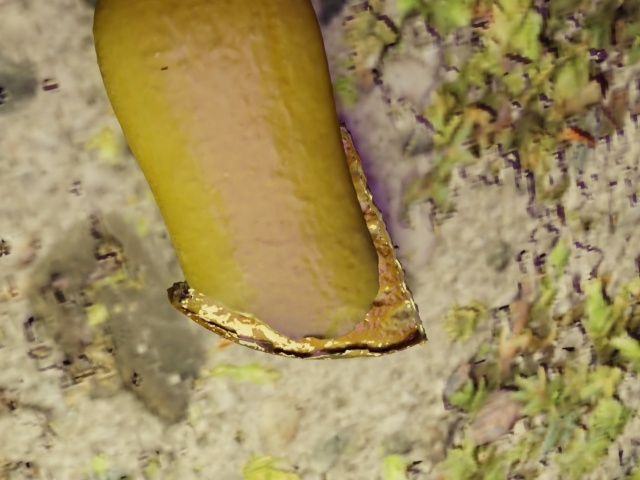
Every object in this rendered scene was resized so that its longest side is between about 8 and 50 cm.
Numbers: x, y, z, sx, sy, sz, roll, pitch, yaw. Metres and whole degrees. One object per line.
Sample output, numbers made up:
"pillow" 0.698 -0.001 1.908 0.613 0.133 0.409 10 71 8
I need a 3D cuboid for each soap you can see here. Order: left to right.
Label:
"soap" -0.033 -0.037 0.447 0.089 0.033 0.168 -16 103 -7

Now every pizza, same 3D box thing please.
"pizza" 0.000 0.000 0.495 0.123 0.026 0.109 11 101 -18
